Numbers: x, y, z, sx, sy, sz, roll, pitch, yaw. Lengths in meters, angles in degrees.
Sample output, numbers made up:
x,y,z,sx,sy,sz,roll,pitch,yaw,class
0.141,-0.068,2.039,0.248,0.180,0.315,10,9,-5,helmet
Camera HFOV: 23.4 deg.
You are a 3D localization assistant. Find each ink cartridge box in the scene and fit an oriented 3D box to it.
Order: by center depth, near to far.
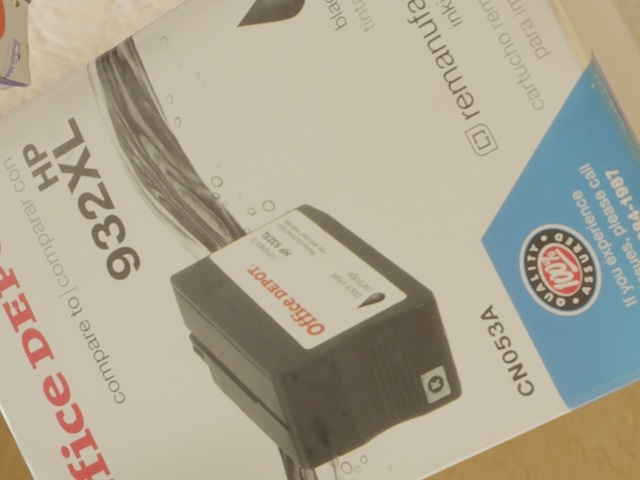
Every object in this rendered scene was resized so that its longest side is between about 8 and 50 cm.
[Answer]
x,y,z,sx,sy,sz,roll,pitch,yaw,class
0.000,0.000,0.683,0.307,0.129,0.223,-28,85,22,ink cartridge box

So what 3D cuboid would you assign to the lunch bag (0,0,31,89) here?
x,y,z,sx,sy,sz,roll,pitch,yaw,class
-0.399,-0.174,1.271,0.303,0.243,0.115,0,91,6,lunch bag
